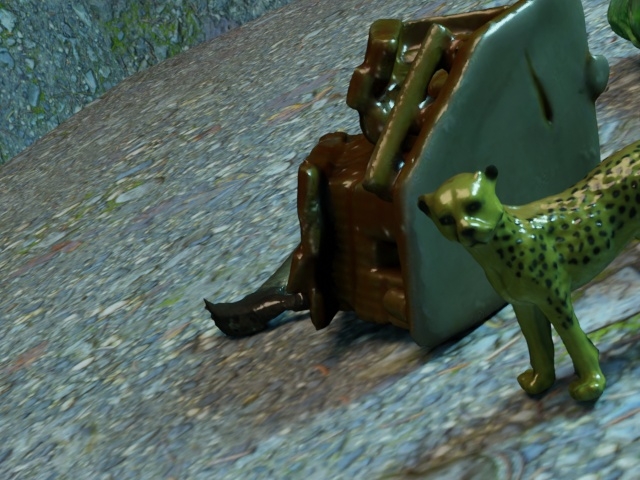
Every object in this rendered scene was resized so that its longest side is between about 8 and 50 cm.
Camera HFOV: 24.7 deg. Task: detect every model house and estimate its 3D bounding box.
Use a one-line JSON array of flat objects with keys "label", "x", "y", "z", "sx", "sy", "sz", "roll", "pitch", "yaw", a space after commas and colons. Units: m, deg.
[{"label": "model house", "x": 0.065, "y": -0.054, "z": 1.020, "sx": 0.219, "sy": 0.199, "sz": 0.229, "roll": -21, "pitch": 13, "yaw": -33}]

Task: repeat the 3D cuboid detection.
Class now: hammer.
[{"label": "hammer", "x": 0.000, "y": 0.001, "z": 1.261, "sx": 0.125, "sy": 0.027, "sz": 0.297, "roll": -12, "pitch": 20, "yaw": 32}]

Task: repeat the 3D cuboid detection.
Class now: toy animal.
[{"label": "toy animal", "x": 0.155, "y": -0.006, "z": 0.770, "sx": 0.181, "sy": 0.136, "sz": 0.073, "roll": -28, "pitch": 14, "yaw": -6}]

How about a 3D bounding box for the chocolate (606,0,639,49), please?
[{"label": "chocolate", "x": 0.321, "y": -0.196, "z": 1.241, "sx": 0.110, "sy": 0.110, "sz": 0.291, "roll": -28, "pitch": 12, "yaw": -5}]
